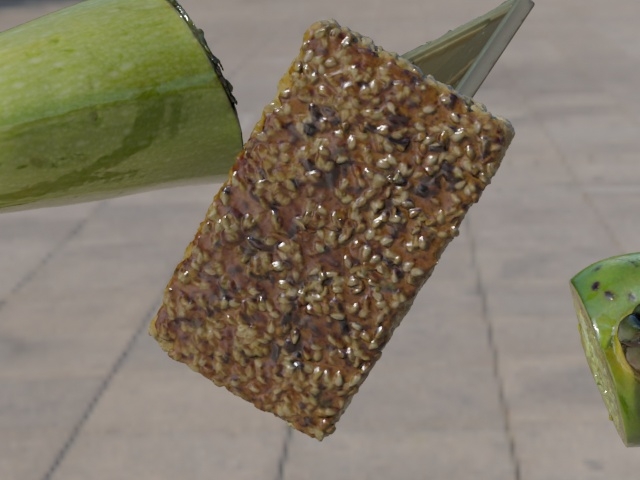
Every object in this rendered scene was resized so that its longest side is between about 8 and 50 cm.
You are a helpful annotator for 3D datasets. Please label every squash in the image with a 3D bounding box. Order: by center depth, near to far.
[{"bbox_3d":[-0.166,-0.078,0.996,0.287,0.137,0.137,-12,15,-42],"label":"squash"}]

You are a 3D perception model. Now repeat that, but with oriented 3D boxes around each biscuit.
[{"bbox_3d":[0.000,0.000,0.976,0.131,0.231,0.025,30,24,3],"label":"biscuit"}]

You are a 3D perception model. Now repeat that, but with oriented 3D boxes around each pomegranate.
[{"bbox_3d":[0.339,0.086,1.725,0.159,0.241,0.190,-20,52,4],"label":"pomegranate"}]

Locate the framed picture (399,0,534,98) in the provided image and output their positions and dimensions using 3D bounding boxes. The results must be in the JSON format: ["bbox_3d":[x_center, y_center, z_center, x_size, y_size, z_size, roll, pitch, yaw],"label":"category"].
[{"bbox_3d":[0.054,-0.082,1.274,0.016,0.184,0.250,38,-16,-12],"label":"framed picture"}]
